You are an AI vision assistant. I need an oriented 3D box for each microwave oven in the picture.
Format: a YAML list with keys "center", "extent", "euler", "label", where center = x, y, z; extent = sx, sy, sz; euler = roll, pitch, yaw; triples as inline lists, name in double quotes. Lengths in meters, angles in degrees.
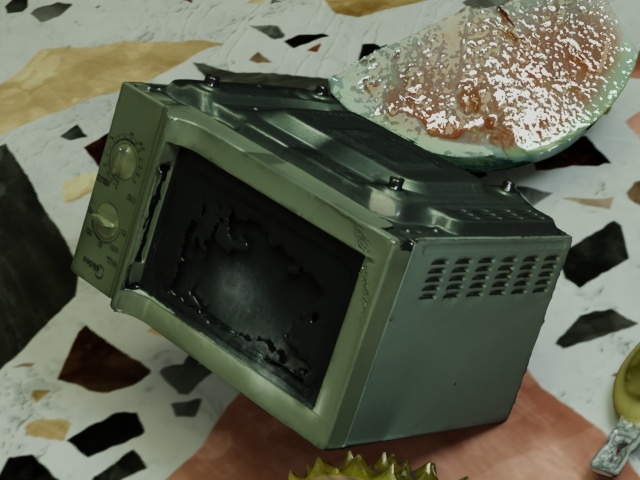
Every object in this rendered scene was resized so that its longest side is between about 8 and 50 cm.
- center: [0.000, 0.000, 1.590]
  extent: [0.286, 0.218, 0.355]
  euler: [-3, 26, -46]
  label: "microwave oven"

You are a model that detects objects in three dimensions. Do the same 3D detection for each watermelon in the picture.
- center: [0.158, -0.164, 1.845]
  extent: [0.305, 0.180, 0.224]
  euler: [-26, 28, -14]
  label: "watermelon"

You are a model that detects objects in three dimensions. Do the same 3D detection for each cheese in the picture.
- center: [0.284, 0.150, 1.567]
  extent: [0.086, 0.036, 0.162]
  euler: [18, 48, 31]
  label: "cheese"

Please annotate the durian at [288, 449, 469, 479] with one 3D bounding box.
- center: [0.064, 0.237, 1.441]
  extent: [0.260, 0.186, 0.153]
  euler: [20, 55, 15]
  label: "durian"
